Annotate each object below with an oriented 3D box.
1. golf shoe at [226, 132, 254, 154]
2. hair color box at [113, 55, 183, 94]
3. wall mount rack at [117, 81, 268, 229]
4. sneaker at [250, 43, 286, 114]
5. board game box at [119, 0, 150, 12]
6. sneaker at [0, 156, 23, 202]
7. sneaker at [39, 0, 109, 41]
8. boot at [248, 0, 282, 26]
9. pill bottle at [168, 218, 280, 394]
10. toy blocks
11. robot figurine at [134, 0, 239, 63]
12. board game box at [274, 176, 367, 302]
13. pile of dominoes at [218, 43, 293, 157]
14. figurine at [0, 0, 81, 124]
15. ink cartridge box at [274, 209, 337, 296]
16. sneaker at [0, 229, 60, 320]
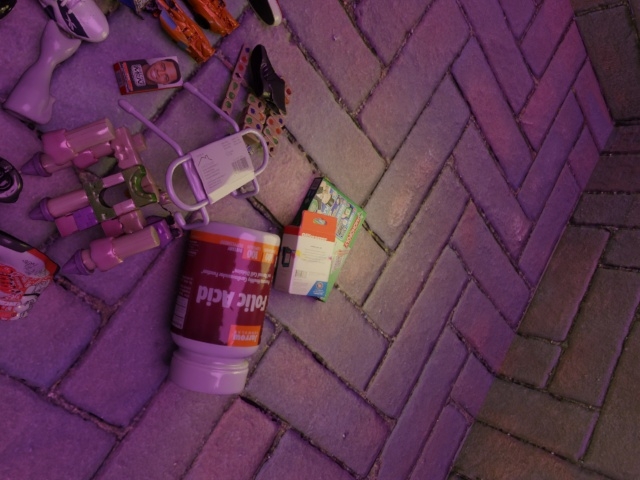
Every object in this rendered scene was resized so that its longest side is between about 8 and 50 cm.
[{"bbox_3d":[-0.249,-0.198,1.358,0.086,0.069,0.176,40,61,-28],"label":"golf shoe"},{"bbox_3d":[-0.399,-0.385,1.223,0.141,0.043,0.072,-22,108,-36],"label":"hair color box"},{"bbox_3d":[-0.275,-0.204,1.183,0.350,0.130,0.304,-41,117,-52],"label":"wall mount rack"},{"bbox_3d":[-0.133,-0.424,1.387,0.089,0.051,0.170,2,81,-47],"label":"sneaker"},{"bbox_3d":[-0.386,-0.658,1.066,0.232,0.141,0.291,32,71,5],"label":"board game box"},{"bbox_3d":[-0.685,-0.162,0.991,0.267,0.106,0.101,46,68,-10],"label":"sneaker"},{"bbox_3d":[-0.512,-0.503,1.030,0.094,0.153,0.235,-41,114,-14],"label":"sneaker"},{"bbox_3d":[-0.125,-0.705,1.380,0.176,0.088,0.244,-39,114,-30],"label":"boot"},{"bbox_3d":[-0.243,0.159,1.297,0.224,0.224,0.393,13,87,-39],"label":"pill bottle"},{"bbox_3d":[-0.483,-0.077,1.117,0.259,0.309,0.289,-21,98,-1],"label":"toy blocks"},{"bbox_3d":[-0.334,-0.577,1.225,0.291,0.085,0.211,46,66,-33],"label":"robot figurine"},{"bbox_3d":[0.000,0.000,1.589,0.213,0.046,0.318,36,73,-36],"label":"board game box"},{"bbox_3d":[-0.153,-0.371,1.393,0.195,0.040,0.251,29,66,-37],"label":"pile of dominoes"},{"bbox_3d":[-0.603,-0.365,1.026,0.214,0.092,0.210,28,80,-38],"label":"figurine"},{"bbox_3d":[-0.039,0.036,1.482,0.134,0.078,0.231,11,88,-39],"label":"ink cartridge box"},{"bbox_3d":[-0.590,0.076,0.997,0.090,0.270,0.145,29,72,-3],"label":"sneaker"}]
